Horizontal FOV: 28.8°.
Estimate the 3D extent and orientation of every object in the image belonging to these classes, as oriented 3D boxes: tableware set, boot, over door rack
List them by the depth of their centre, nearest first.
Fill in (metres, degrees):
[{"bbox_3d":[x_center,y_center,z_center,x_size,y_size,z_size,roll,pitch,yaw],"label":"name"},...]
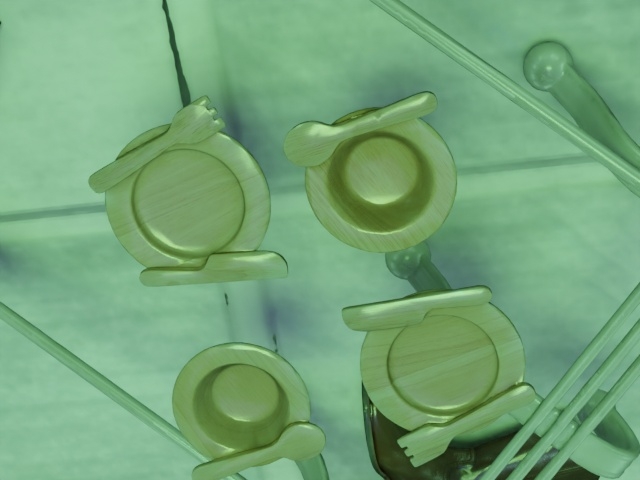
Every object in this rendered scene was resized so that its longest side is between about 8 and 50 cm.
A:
[{"bbox_3d":[-0.002,0.020,0.475,0.141,0.020,0.168,-14,110,11],"label":"tableware set"},{"bbox_3d":[0.000,0.000,0.536,0.324,0.108,0.239,32,110,-7],"label":"over door rack"},{"bbox_3d":[0.084,0.103,0.641,0.114,0.037,0.106,-14,120,8],"label":"boot"}]
